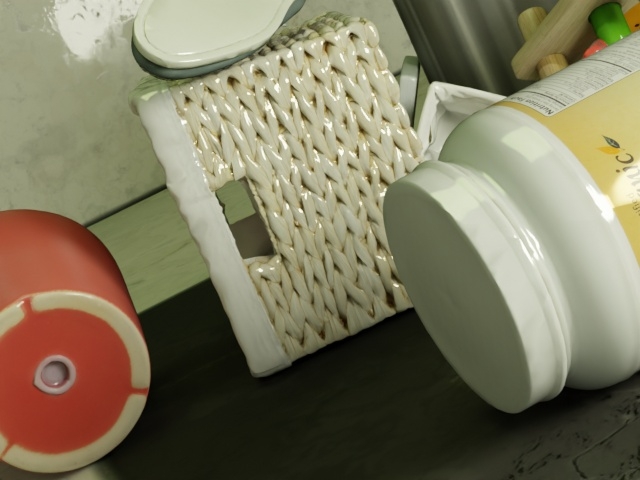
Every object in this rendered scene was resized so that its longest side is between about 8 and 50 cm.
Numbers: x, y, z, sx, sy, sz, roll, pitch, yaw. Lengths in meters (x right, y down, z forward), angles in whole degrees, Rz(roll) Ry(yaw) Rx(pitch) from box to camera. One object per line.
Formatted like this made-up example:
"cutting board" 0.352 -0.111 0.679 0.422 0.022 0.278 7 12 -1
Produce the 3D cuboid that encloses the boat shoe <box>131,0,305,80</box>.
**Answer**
"boat shoe" -0.098 -0.216 1.479 0.099 0.116 0.319 -61 -6 36

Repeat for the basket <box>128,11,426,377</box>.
"basket" -0.028 -0.069 1.625 0.266 0.328 0.331 -23 11 -1

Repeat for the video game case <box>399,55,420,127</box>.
"video game case" 0.113 -0.137 2.000 0.026 0.206 0.227 6 14 3

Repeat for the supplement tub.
"supplement tub" 0.229 -0.027 1.108 0.316 0.228 0.228 -28 11 -15

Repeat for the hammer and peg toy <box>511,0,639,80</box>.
"hammer and peg toy" 0.406 -0.288 1.629 0.266 0.127 0.361 -1 -31 -29

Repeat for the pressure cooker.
"pressure cooker" 0.286 -0.339 1.972 0.370 0.420 0.375 -19 12 34

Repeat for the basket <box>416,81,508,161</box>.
"basket" 0.199 -0.121 1.776 0.167 0.113 0.103 14 6 2

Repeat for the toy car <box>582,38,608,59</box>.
"toy car" 0.283 -0.093 1.633 0.239 0.053 0.225 -64 -15 3

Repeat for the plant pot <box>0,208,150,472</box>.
"plant pot" -0.308 0.118 1.577 0.275 0.275 0.243 -28 20 -15
